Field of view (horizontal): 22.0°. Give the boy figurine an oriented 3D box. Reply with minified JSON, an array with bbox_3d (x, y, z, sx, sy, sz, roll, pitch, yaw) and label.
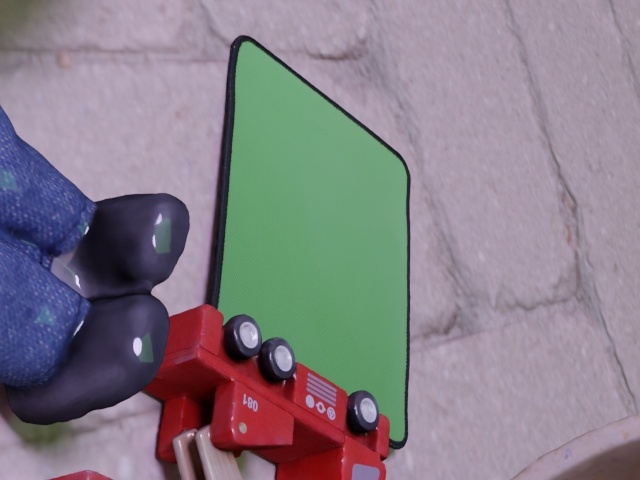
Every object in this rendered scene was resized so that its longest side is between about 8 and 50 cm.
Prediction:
[{"bbox_3d":[-0.171,-0.047,0.578,0.285,0.092,0.177,42,46,-39],"label":"boy figurine"}]

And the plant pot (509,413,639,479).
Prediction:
[{"bbox_3d":[0.239,0.277,0.809,0.305,0.333,0.334,34,47,-55],"label":"plant pot"}]

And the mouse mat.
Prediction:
[{"bbox_3d":[0.000,0.000,0.850,0.152,0.007,0.190,35,44,-39],"label":"mouse mat"}]

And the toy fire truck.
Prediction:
[{"bbox_3d":[-0.043,0.104,0.712,0.192,0.047,0.135,36,48,-40],"label":"toy fire truck"}]
